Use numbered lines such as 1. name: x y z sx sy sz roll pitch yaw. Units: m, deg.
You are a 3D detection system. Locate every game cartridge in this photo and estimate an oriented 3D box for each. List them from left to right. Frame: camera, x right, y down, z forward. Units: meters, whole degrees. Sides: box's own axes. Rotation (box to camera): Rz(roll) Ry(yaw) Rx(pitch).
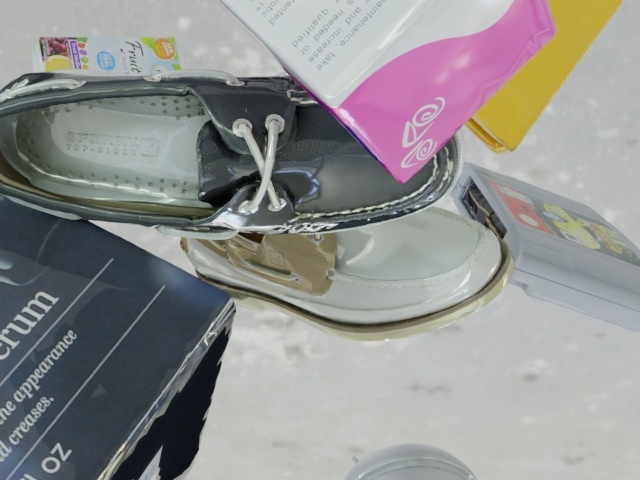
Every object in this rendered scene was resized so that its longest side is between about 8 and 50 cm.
1. game cartridge: 0.211 -0.314 1.318 0.285 0.324 0.052 42 163 -14
2. game cartridge: 0.260 0.002 1.215 0.196 0.294 0.060 22 108 -14

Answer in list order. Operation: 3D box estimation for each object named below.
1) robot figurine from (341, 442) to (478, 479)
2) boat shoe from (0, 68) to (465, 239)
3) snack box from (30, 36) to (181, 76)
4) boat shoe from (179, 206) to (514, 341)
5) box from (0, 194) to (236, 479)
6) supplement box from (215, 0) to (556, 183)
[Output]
1. robot figurine: 0.118 0.386 1.336 0.299 0.353 0.200 21 116 -17
2. boat shoe: -0.065 -0.049 0.675 0.302 0.091 0.114 0 106 9
3. snack box: -0.206 -0.150 1.095 0.141 0.100 0.037 -5 165 -28
4. boat shoe: 0.000 0.000 0.860 0.302 0.113 0.103 2 133 37
5. box: -0.301 0.100 0.672 0.395 0.293 0.212 26 136 8
6. supplement box: -0.006 -0.149 0.534 0.114 0.220 0.111 -46 154 3
